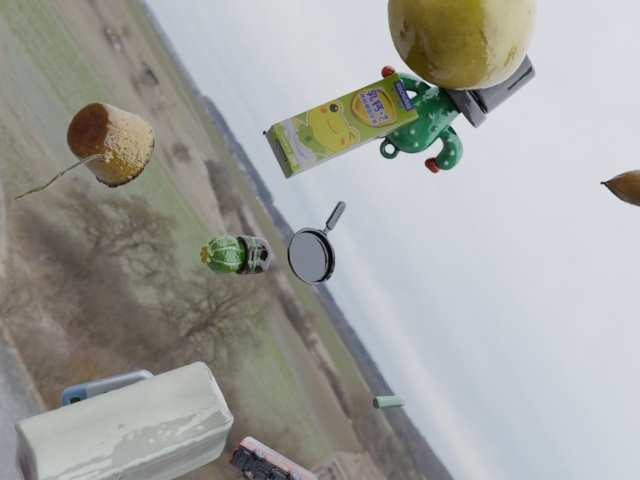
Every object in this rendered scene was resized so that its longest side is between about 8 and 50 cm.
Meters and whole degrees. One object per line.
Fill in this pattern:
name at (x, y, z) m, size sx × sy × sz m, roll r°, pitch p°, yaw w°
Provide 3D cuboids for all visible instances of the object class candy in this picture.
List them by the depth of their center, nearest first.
candy at (-0.335, 0.347, 1.270) m, size 0.145 × 0.358 × 0.208 m, roll 62°, pitch -29°, yaw 23°

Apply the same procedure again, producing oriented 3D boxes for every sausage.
sausage at (0.815, -0.116, 1.689) m, size 0.328 × 0.112 × 0.112 m, roll 6°, pitch -30°, yaw 26°

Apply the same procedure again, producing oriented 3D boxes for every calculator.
calculator at (-0.410, 0.328, 1.436) m, size 0.039 × 0.210 × 0.121 m, roll -138°, pitch -144°, yaw -83°

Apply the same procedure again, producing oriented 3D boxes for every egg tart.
egg tart at (-0.556, -0.258, 1.920) m, size 0.215 × 0.215 × 0.171 m, roll 57°, pitch 13°, yaw 30°

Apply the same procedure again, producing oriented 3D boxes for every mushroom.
mushroom at (-0.603, -0.150, 1.709) m, size 0.026 × 0.286 × 0.028 m, roll 56°, pitch 24°, yaw -37°

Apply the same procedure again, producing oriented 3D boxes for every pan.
pan at (0.000, 0.000, 1.715) m, size 0.136 × 0.235 × 0.028 m, roll 44°, pitch -31°, yaw -22°

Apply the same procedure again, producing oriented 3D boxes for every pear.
pear at (0.283, -0.455, 1.482) m, size 0.314 × 0.314 × 0.314 m, roll 57°, pitch -1°, yaw 1°

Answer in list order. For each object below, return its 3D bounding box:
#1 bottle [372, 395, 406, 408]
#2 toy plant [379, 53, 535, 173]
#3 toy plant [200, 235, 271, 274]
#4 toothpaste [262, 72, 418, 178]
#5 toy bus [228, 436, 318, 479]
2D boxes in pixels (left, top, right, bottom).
bottle at (0.175, 0.410, 1.860) m, size 0.030 × 0.083 × 0.030 m, roll -178°, pitch -90°, yaw -66°
toy plant at (0.304, -0.322, 1.738) m, size 0.279 × 0.400 × 0.185 m, roll 47°, pitch 15°, yaw -34°
toy plant at (-0.200, 0.034, 1.697) m, size 0.162 × 0.093 × 0.093 m, roll 1°, pitch 40°, yaw -35°
toothpaste at (0.045, -0.246, 1.568) m, size 0.110 × 0.327 × 0.077 m, roll 64°, pitch -17°, yaw 2°
toy bus at (-0.100, 0.495, 1.572) m, size 0.192 × 0.065 × 0.077 m, roll 30°, pitch 10°, yaw 4°
